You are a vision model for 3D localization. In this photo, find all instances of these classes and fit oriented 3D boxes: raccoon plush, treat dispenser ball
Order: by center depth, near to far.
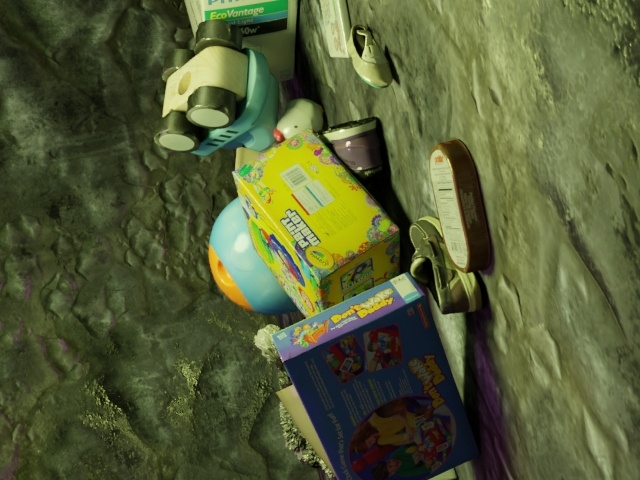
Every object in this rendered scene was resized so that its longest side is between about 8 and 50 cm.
[{"bbox_3d":[-0.107,0.023,2.029,0.288,0.288,0.288,167,90,-80],"label":"treat dispenser ball"},{"bbox_3d":[-0.016,0.415,2.201,0.446,0.216,0.299,45,167,-4],"label":"raccoon plush"}]

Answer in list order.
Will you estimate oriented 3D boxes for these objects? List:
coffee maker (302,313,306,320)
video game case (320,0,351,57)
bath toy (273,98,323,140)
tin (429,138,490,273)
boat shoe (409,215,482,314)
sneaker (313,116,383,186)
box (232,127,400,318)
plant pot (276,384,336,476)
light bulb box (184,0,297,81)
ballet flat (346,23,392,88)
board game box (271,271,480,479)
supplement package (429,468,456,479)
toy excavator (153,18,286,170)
[{"bbox_3d":[0.033,0.216,2.314,0.171,0.120,0.178,-55,-43,-72],"label":"coffee maker"},{"bbox_3d":[0.028,-0.427,1.711,0.143,0.019,0.157,-137,35,-73],"label":"video game case"},{"bbox_3d":[-0.040,-0.164,2.118,0.151,0.129,0.348,27,141,31],"label":"bath toy"},{"bbox_3d":[0.194,-0.046,1.264,0.106,0.040,0.189,-175,72,-75],"label":"tin"},{"bbox_3d":[0.172,0.036,1.370,0.223,0.073,0.080,-118,18,-54],"label":"boat shoe"},{"bbox_3d":[0.046,-0.160,1.737,0.283,0.107,0.124,-155,47,-77],"label":"sneaker"},{"bbox_3d":[0.000,0.000,1.710,0.290,0.177,0.279,50,164,29],"label":"box"},{"bbox_3d":[0.074,0.409,1.996,0.274,0.256,0.256,65,168,7],"label":"plant pot"},{"bbox_3d":[-0.206,-0.611,2.155,0.361,0.225,0.358,98,157,-62],"label":"light bulb box"},{"bbox_3d":[0.078,-0.310,1.497,0.168,0.057,0.052,-116,26,-50],"label":"ballet flat"},{"bbox_3d":[0.095,0.249,1.427,0.078,0.233,0.347,-122,9,-60],"label":"board game box"},{"bbox_3d":[0.150,0.365,1.744,0.139,0.134,0.244,105,150,-69],"label":"supplement package"},{"bbox_3d":[-0.186,-0.275,2.157,0.433,0.445,0.222,-23,56,48],"label":"toy excavator"}]
